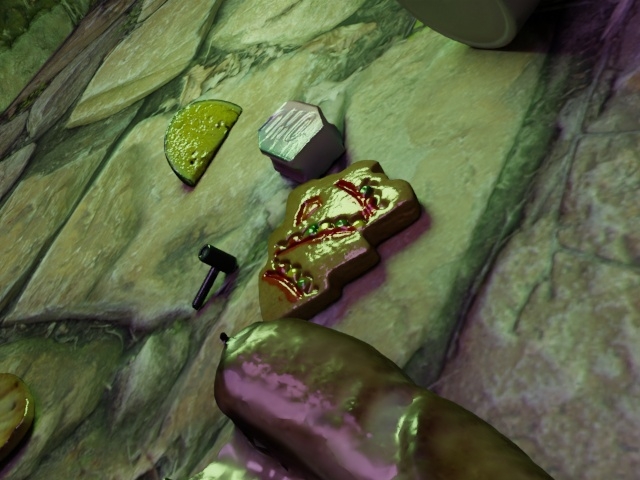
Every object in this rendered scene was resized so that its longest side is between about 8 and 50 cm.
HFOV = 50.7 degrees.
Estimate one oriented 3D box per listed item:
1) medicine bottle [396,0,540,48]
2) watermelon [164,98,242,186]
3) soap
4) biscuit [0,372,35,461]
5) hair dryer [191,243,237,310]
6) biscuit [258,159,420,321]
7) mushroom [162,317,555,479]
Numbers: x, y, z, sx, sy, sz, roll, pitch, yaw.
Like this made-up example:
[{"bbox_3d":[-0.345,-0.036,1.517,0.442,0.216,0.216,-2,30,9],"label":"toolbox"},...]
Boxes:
[{"bbox_3d":[0.224,-0.410,0.802,0.302,0.241,0.241,-57,35,-3],"label":"medicine bottle"},{"bbox_3d":[-0.219,-0.182,1.157,0.092,0.075,0.181,2,53,42],"label":"watermelon"},{"bbox_3d":[-0.030,-0.140,0.938,0.100,0.056,0.149,-46,34,-8],"label":"soap"},{"bbox_3d":[-0.501,0.283,0.982,0.260,0.041,0.203,-20,37,29],"label":"biscuit"},{"bbox_3d":[-0.146,0.050,0.870,0.026,0.047,0.083,24,86,54],"label":"hair dryer"},{"bbox_3d":[0.000,0.000,0.772,0.212,0.041,0.238,8,58,47],"label":"biscuit"},{"bbox_3d":[0.063,0.232,0.350,0.397,0.224,0.313,14,37,27],"label":"mushroom"}]
